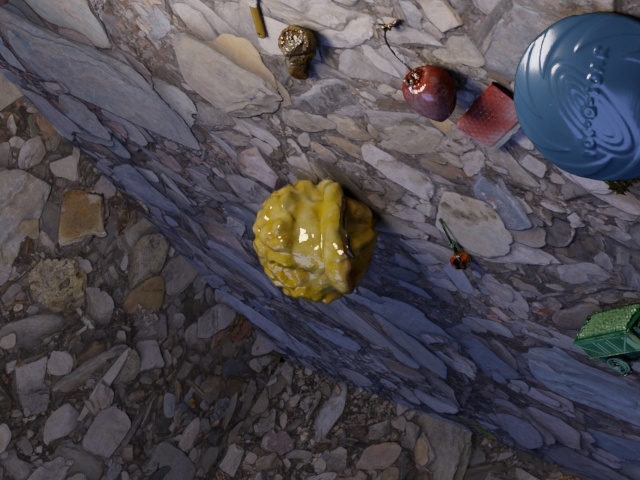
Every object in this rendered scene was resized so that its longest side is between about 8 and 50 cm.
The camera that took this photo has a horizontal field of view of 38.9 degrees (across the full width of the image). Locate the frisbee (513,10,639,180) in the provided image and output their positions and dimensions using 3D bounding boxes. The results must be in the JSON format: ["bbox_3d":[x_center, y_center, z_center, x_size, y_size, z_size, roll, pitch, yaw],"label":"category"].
[{"bbox_3d":[0.440,-0.219,1.445,0.290,0.049,0.289,19,127,27],"label":"frisbee"}]

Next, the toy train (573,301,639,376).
[{"bbox_3d":[0.736,0.235,2.170,0.154,0.115,0.269,43,159,-4],"label":"toy train"}]

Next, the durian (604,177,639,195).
[{"bbox_3d":[0.504,-0.174,1.575,0.252,0.144,0.139,37,-178,-28],"label":"durian"}]

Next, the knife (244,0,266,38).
[{"bbox_3d":[-0.153,-0.507,1.884,0.046,0.022,0.256,29,160,21],"label":"knife"}]

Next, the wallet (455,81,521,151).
[{"bbox_3d":[0.340,-0.238,1.778,0.103,0.020,0.196,32,160,-1],"label":"wallet"}]

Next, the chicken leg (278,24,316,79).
[{"bbox_3d":[-0.048,-0.399,1.934,0.085,0.069,0.198,6,164,3],"label":"chicken leg"}]

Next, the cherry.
[{"bbox_3d":[0.190,-0.320,1.726,0.107,0.090,0.225,24,153,56],"label":"cherry"}]

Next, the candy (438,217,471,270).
[{"bbox_3d":[0.340,0.008,2.338,0.056,0.049,0.184,-15,128,22],"label":"candy"}]

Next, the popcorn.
[{"bbox_3d":[0.000,0.000,2.415,0.349,0.349,0.382,40,165,-20],"label":"popcorn"}]
